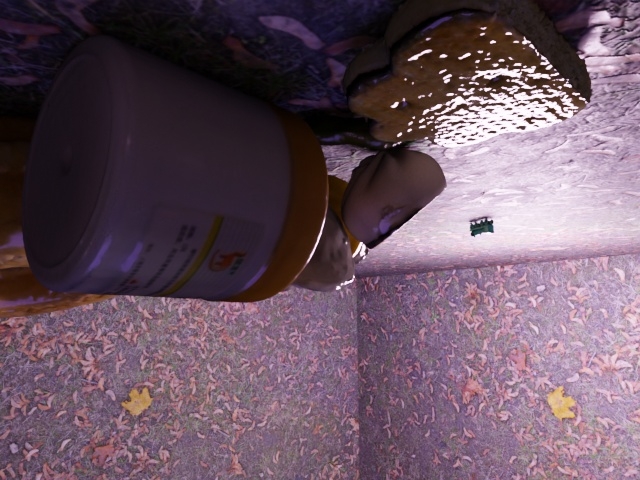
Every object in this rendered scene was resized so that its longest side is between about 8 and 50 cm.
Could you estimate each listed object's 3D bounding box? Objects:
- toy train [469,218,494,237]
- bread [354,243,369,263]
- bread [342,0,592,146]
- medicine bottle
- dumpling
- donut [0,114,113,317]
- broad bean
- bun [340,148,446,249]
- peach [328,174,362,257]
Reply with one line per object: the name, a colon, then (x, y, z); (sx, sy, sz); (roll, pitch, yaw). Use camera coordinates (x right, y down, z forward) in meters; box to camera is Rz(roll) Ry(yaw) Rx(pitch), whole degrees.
toy train: (0.452, -0.034, 1.353); (0.029, 0.045, 0.092); (5, 168, -20)
bread: (-0.066, 0.012, 1.037); (0.337, 0.101, 0.183); (-15, 159, 40)
bread: (0.132, -0.153, 0.477); (0.207, 0.056, 0.287); (-11, 167, 39)
medicine bottle: (-0.151, -0.056, 0.508); (0.238, 0.237, 0.232); (-8, 168, 43)
dumpling: (-0.090, 0.006, 0.728); (0.244, 0.175, 0.227); (-2, -156, 31)
donut: (-0.431, -0.014, 0.695); (0.449, 0.198, 0.449); (-11, 159, -4)
broad bean: (-0.014, -0.134, 0.624); (0.256, 0.052, 0.052); (-1, 134, 22)
bun: (0.103, -0.079, 0.753); (0.173, 0.119, 0.173); (-37, 178, -1)
peach: (0.002, -0.036, 0.873); (0.179, 0.179, 0.103); (-3, 180, 17)
